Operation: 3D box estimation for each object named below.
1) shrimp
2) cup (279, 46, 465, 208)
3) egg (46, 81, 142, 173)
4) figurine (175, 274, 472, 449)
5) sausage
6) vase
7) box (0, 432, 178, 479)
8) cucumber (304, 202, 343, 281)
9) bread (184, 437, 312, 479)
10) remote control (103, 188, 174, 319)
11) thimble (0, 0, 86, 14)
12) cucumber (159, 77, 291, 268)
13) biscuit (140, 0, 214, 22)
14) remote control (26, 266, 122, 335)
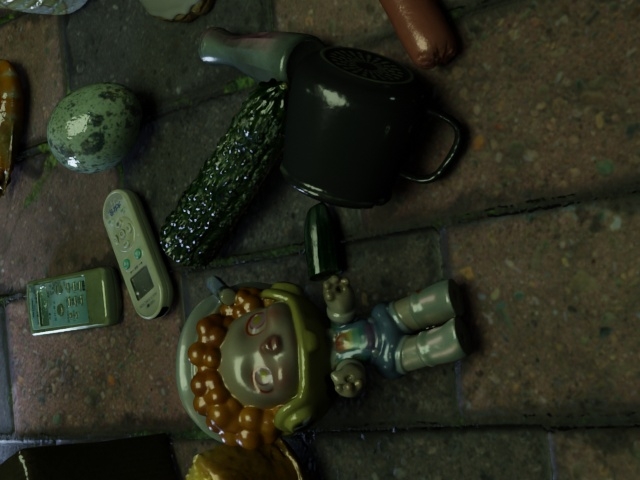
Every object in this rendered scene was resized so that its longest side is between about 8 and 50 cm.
[{"bbox_3d":[-0.576,-0.200,2.134,0.150,0.068,0.248,-2,84,56],"label":"shrimp"},{"bbox_3d":[0.060,-0.128,1.477,0.223,0.169,0.176,21,112,9],"label":"cup"},{"bbox_3d":[-0.348,-0.178,1.868,0.172,0.132,0.132,-33,68,28],"label":"egg"},{"bbox_3d":[0.010,0.159,1.516,0.382,0.205,0.224,-1,77,27],"label":"figurine"},{"bbox_3d":[0.115,-0.279,1.474,0.062,0.062,0.154,-41,64,36],"label":"sausage"},{"bbox_3d":[-0.086,-0.255,1.658,0.214,0.086,0.086,21,105,46],"label":"vase"},{"bbox_3d":[-0.355,0.392,1.789,0.184,0.273,0.143,-35,64,37],"label":"box"},{"bbox_3d":[0.000,0.000,1.598,0.048,0.048,0.105,-14,81,43],"label":"cucumber"},{"bbox_3d":[-0.113,0.433,1.613,0.179,0.194,0.340,43,114,36],"label":"bread"},{"bbox_3d":[-0.283,0.020,1.872,0.078,0.042,0.221,-38,66,36],"label":"remote control"},{"bbox_3d":[-0.462,-0.440,1.961,0.190,0.143,0.137,15,100,42],"label":"thimble"},{"bbox_3d":[-0.117,-0.100,1.639,0.096,0.096,0.359,60,137,25],"label":"cucumber"},{"bbox_3d":[-0.225,-0.430,1.804,0.181,0.049,0.208,-8,87,42],"label":"biscuit"},{"bbox_3d":[-0.414,0.103,2.000,0.234,0.038,0.098,-10,83,44],"label":"remote control"}]
